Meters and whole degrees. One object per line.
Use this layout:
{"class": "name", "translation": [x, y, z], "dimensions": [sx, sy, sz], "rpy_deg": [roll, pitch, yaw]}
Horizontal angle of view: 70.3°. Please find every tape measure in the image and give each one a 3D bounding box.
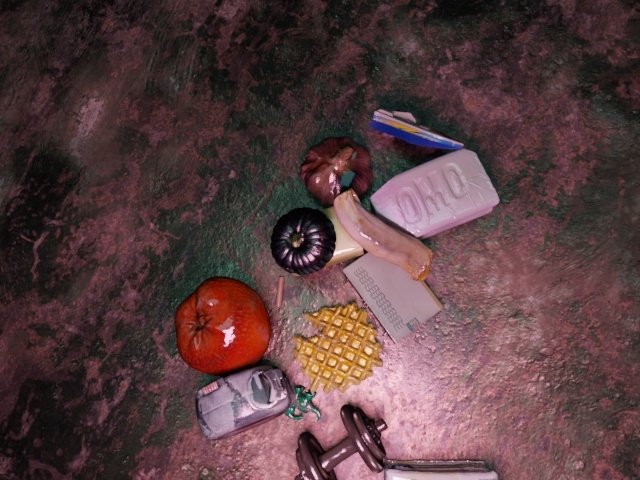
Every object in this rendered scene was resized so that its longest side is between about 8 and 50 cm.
{"class": "tape measure", "translation": [-0.204, 0.437, 1.254], "dimensions": [0.275, 0.256, 0.147], "rpy_deg": [-22, 67, 0]}

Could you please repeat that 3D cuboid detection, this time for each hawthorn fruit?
{"class": "hawthorn fruit", "translation": [-0.270, 0.259, 1.312], "dimensions": [0.275, 0.300, 0.275], "rpy_deg": [-20, 43, 20]}

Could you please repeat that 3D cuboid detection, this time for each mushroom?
{"class": "mushroom", "translation": [0.178, -0.012, 1.309], "dimensions": [0.351, 0.095, 0.123], "rpy_deg": [37, 75, -10]}

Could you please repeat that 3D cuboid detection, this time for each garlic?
{"class": "garlic", "translation": [0.049, -0.222, 1.431], "dimensions": [0.245, 0.160, 0.245], "rpy_deg": [-2, 77, 7]}

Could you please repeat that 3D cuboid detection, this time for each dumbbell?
{"class": "dumbbell", "translation": [0.054, 0.568, 1.225], "dimensions": [0.290, 0.192, 0.192], "rpy_deg": [-33, 75, 0]}

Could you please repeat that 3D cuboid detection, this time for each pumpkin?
{"class": "pumpkin", "translation": [-0.049, 0.001, 1.273], "dimensions": [0.194, 0.150, 0.194], "rpy_deg": [-14, 49, 17]}

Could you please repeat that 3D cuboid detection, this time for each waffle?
{"class": "waffle", "translation": [0.048, 0.321, 1.356], "dimensions": [0.261, 0.056, 0.250], "rpy_deg": [-18, 76, 0]}

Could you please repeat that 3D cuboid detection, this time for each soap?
{"class": "soap", "translation": [0.334, -0.127, 1.397], "dimensions": [0.347, 0.115, 0.208], "rpy_deg": [-22, 74, 2]}

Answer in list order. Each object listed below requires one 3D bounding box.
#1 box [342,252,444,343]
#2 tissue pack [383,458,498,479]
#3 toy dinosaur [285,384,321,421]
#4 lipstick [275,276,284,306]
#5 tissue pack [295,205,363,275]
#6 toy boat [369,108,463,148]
{"class": "box", "translation": [0.212, 0.151, 1.374], "dimensions": [0.211, 0.045, 0.270], "rpy_deg": [-35, 76, -10]}
{"class": "tissue pack", "translation": [0.315, 0.781, 1.159], "dimensions": [0.287, 0.162, 0.388], "rpy_deg": [-4, 76, 9]}
{"class": "toy dinosaur", "translation": [-0.054, 0.484, 1.333], "dimensions": [0.132, 0.059, 0.096], "rpy_deg": [23, 89, 20]}
{"class": "lipstick", "translation": [-0.128, 0.161, 1.433], "dimensions": [0.019, 0.019, 0.094], "rpy_deg": [4, 78, 8]}
{"class": "tissue pack", "translation": [0.000, 0.000, 1.401], "dimensions": [0.234, 0.125, 0.159], "rpy_deg": [-18, 76, 3]}
{"class": "toy boat", "translation": [0.309, -0.342, 1.421], "dimensions": [0.295, 0.129, 0.088], "rpy_deg": [28, 112, 26]}
